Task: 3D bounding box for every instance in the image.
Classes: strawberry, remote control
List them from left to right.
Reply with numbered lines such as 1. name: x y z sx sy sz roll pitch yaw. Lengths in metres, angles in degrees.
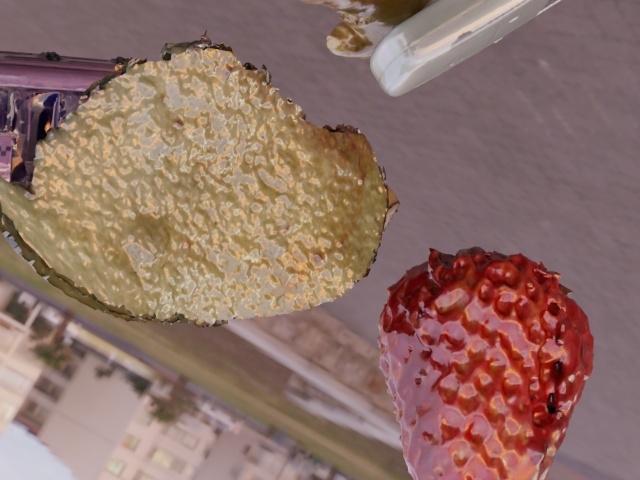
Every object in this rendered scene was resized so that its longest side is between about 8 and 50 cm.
1. strawberry: 0.143 0.136 1.044 0.205 0.244 0.205 8 148 5
2. remote control: 0.175 -0.224 1.041 0.056 0.296 0.140 58 176 4

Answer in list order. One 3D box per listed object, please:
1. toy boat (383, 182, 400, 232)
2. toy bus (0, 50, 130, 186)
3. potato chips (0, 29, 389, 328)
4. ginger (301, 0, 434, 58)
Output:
1. toy boat: 0.000 0.000 1.042 0.061 0.116 0.188 49 158 9
2. toy bus: -0.179 -0.070 0.745 0.199 0.108 0.096 1 -166 -30
3. potato chips: -0.044 -0.024 0.513 0.026 0.209 0.142 22 124 46
4. ginger: 0.040 -0.257 1.026 0.122 0.363 0.348 44 144 22
